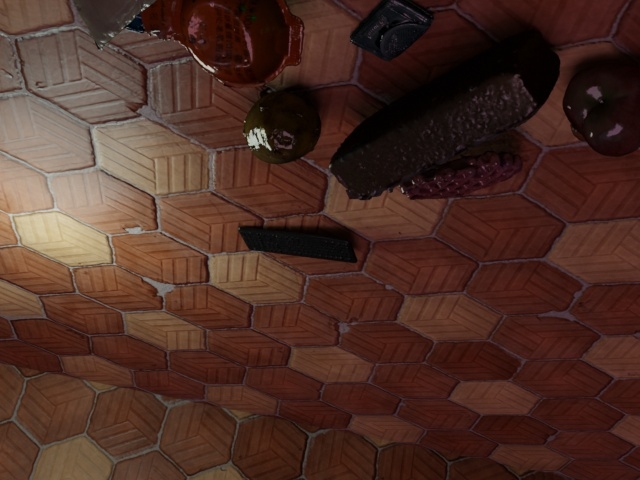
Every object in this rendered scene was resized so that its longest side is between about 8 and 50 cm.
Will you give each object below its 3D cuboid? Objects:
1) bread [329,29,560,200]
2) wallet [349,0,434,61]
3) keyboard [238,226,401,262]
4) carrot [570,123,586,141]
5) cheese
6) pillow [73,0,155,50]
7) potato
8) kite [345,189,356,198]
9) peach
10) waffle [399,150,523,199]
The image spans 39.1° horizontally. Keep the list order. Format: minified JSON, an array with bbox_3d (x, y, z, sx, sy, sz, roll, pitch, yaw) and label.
[{"bbox_3d":[0.203,-0.202,1.510,0.416,0.165,0.113,-24,114,45],"label":"bread"},{"bbox_3d":[0.114,-0.338,1.455,0.088,0.026,0.129,24,147,-20],"label":"wallet"},{"bbox_3d":[-0.002,0.011,2.055,0.381,0.041,0.103,1,148,17],"label":"keyboard"},{"bbox_3d":[0.538,-0.201,1.537,0.216,0.048,0.048,-6,146,18],"label":"carrot"},{"bbox_3d":[-0.178,-0.350,1.427,0.329,0.129,0.217,16,126,17],"label":"cheese"},{"bbox_3d":[-0.321,-0.410,1.405,0.229,0.050,0.148,-21,95,46],"label":"pillow"},{"bbox_3d":[-0.069,-0.205,1.648,0.137,0.137,0.176,27,167,-25],"label":"potato"},{"bbox_3d":[0.074,-0.105,1.877,0.044,0.002,0.078,10,151,2],"label":"kite"},{"bbox_3d":[0.474,-0.206,1.460,0.152,0.152,0.152,8,149,5],"label":"peach"},{"bbox_3d":[0.264,-0.117,1.657,0.221,0.055,0.234,-15,175,23],"label":"waffle"}]
